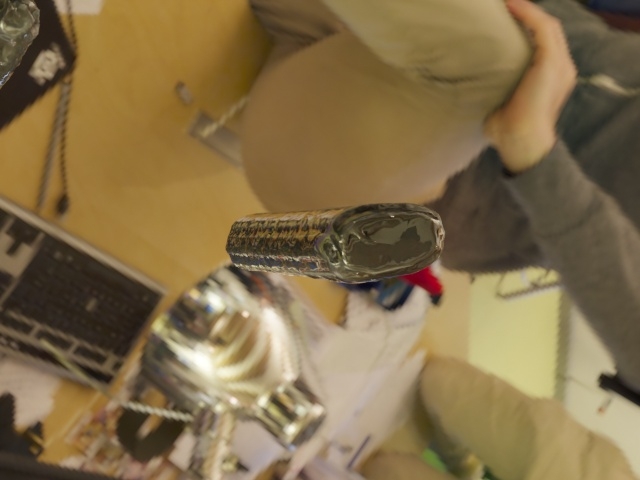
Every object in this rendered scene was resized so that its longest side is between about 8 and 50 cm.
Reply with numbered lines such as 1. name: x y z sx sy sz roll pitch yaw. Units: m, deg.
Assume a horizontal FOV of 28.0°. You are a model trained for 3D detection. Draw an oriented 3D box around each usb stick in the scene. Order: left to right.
1. usb stick: 0.000 0.000 0.840 0.077 0.278 0.045 -10 93 -16

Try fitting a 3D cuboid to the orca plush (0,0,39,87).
1. orca plush: -0.121 -0.127 0.366 0.287 0.102 0.151 -38 -136 55
